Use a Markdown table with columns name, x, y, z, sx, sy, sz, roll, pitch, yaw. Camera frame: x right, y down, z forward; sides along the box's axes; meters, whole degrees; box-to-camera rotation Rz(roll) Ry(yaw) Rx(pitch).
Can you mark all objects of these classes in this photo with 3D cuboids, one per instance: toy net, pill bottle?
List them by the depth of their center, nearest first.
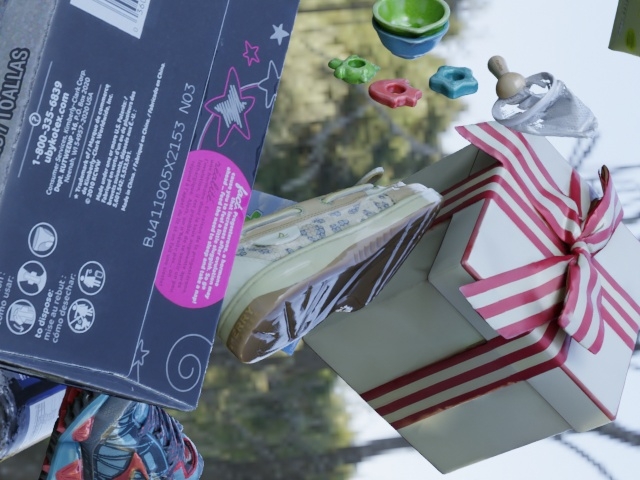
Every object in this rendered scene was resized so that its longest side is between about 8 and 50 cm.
| name | x | y | z | sx | sy | sz | roll | pitch | yaw |
| --- | --- | --- | --- | --- | --- | --- | --- | --- | --- |
| toy net | 0.124 | -0.139 | 1.317 | 0.232 | 0.122 | 0.045 | 27 | -47 | 30 |
| pill bottle | -0.306 | 0.143 | 1.483 | 0.219 | 0.122 | 0.123 | -23 | 112 | -61 |

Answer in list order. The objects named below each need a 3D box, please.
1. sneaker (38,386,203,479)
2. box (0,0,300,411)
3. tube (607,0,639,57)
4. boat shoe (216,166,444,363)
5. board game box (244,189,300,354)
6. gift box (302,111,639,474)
| name | x | y | z | sx | sy | sz | roll | pitch | yaw |
| --- | --- | --- | --- | --- | --- | --- | --- | --- | --- |
| sneaker | -0.148 | 0.149 | 1.267 | 0.262 | 0.125 | 0.104 | 118 | -11 | -57 |
| box | -0.137 | -0.053 | 0.828 | 0.142 | 0.163 | 0.247 | 4 | -103 | 43 |
| tube | 0.356 | -0.197 | 1.539 | 0.062 | 0.070 | 0.240 | 46 | -1 | -34 |
| boat shoe | 0.000 | 0.000 | 1.163 | 0.285 | 0.089 | 0.105 | -24 | 150 | -58 |
| board game box | -0.058 | 0.031 | 1.784 | 0.211 | 0.039 | 0.160 | 17 | -105 | 58 |
| gift box | 0.154 | 0.046 | 1.520 | 0.258 | 0.276 | 0.255 | -27 | -149 | 40 |
